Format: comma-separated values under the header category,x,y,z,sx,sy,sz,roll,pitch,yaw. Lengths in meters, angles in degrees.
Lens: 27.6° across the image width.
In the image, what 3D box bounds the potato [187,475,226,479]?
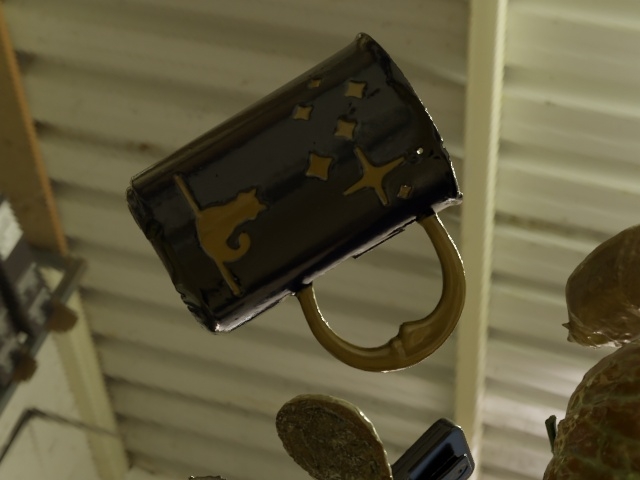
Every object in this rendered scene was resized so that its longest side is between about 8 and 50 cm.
category,x,y,z,sx,sy,sz,roll,pitch,yaw
potato,-0.194,0.459,2.074,0.100,0.172,0.089,5,-61,-14

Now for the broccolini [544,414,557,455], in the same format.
category,x,y,z,sx,sy,sz,roll,pitch,yaw
broccolini,0.342,0.330,1.807,0.044,0.042,0.218,-10,-56,8

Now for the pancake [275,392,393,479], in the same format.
category,x,y,z,sx,sy,sz,roll,pitch,yaw
pancake,0.015,0.232,1.451,0.151,0.025,0.152,19,-51,24

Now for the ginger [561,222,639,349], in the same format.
category,x,y,z,sx,sy,sz,roll,pitch,yaw
ginger,0.437,0.059,1.784,0.138,0.152,0.267,30,-41,-26

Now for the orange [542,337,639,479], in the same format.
category,x,y,z,sx,sy,sz,roll,pitch,yaw
orange,0.347,0.250,1.277,0.249,0.329,0.329,14,-38,15

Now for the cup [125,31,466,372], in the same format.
category,x,y,z,sx,sy,sz,roll,pitch,yaw
cup,-0.007,-0.013,1.130,0.255,0.256,0.178,56,-4,29

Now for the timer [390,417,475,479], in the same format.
category,x,y,z,sx,sy,sz,roll,pitch,yaw
timer,0.145,0.351,1.853,0.055,0.187,0.144,32,-23,39
